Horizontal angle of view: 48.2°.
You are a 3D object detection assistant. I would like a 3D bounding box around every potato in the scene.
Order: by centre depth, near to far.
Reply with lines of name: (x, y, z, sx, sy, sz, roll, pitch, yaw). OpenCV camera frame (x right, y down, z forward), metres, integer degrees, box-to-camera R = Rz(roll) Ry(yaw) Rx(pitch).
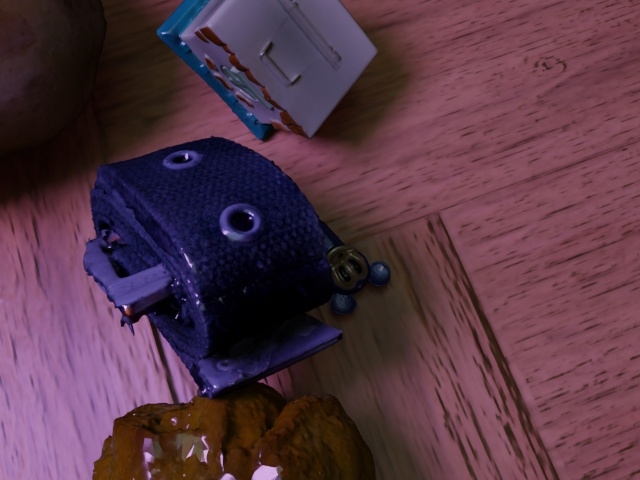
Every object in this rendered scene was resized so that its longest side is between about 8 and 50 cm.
potato: (-0.335, -0.133, 0.553, 0.351, 0.202, 0.218, -23, 84, 8)

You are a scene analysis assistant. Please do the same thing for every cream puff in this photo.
cream puff: (-0.061, 0.208, 0.446, 0.244, 0.196, 0.244, 2, 98, 14)

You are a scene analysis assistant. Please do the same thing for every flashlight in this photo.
flashlight: (0.000, 0.000, 0.574, 0.057, 0.035, 0.121, -39, 75, -9)

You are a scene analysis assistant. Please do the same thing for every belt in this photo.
belt: (-0.096, 0.004, 0.488, 0.128, 0.122, 0.218, -20, 28, -24)

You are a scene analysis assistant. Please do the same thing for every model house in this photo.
model house: (-0.052, -0.159, 0.585, 0.127, 0.149, 0.100, 45, 76, -30)
